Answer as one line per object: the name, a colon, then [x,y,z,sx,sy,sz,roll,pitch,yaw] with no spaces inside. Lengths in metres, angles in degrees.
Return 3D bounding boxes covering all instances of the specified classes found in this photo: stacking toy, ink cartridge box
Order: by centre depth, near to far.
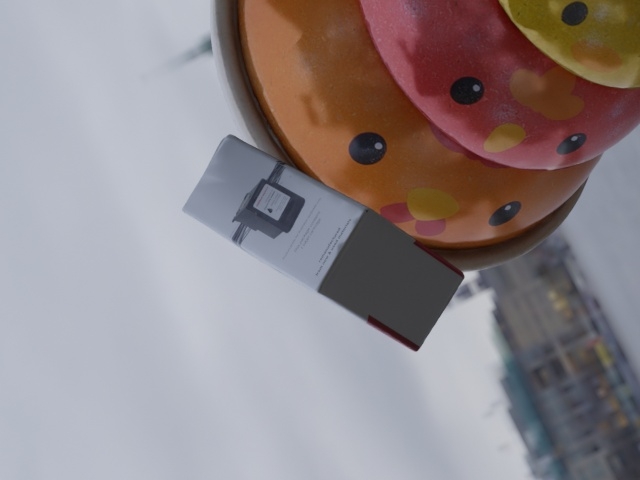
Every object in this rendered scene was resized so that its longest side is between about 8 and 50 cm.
ink cartridge box: [0.000,0.000,1.241,0.109,0.063,0.150,32,178,-44]
stacking toy: [0.169,-0.199,1.334,0.480,0.351,0.350,-30,86,55]
